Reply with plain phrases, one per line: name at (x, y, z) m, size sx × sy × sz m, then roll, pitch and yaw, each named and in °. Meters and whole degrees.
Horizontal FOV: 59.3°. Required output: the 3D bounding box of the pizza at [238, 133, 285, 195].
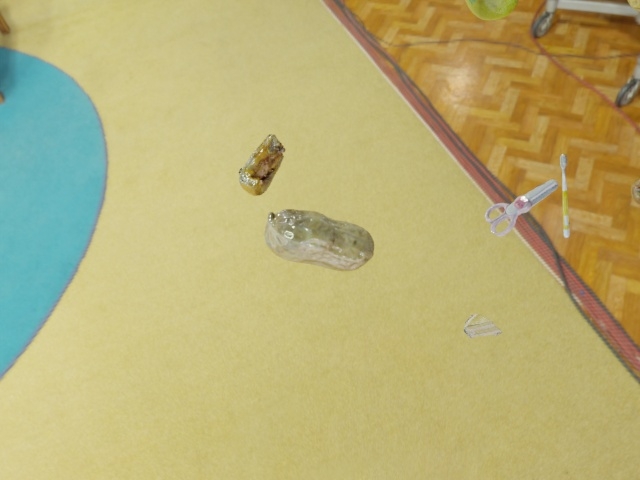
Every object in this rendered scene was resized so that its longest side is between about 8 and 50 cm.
pizza at (-0.122, -0.166, 1.236) m, size 0.056 × 0.271 × 0.134 m, roll 24°, pitch 101°, yaw 1°

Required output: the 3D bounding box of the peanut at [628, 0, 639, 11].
peanut at (0.879, -0.631, 1.430) m, size 0.147 × 0.147 × 0.305 m, roll -17°, pitch 53°, yaw -5°

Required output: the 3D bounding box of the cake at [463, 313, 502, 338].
cake at (0.463, 0.236, 1.577) m, size 0.065 × 0.121 × 0.052 m, roll -41°, pitch 96°, yaw -27°

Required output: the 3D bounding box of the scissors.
scissors at (0.627, -0.110, 1.747) m, size 0.242 × 0.031 × 0.118 m, roll -36°, pitch 41°, yaw 27°

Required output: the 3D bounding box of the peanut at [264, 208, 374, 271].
peanut at (-0.003, 0.001, 1.460) m, size 0.292 × 0.142 × 0.159 m, roll 15°, pitch 9°, yaw -5°

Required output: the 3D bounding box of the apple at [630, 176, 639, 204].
apple at (1.131, -0.168, 1.928) m, size 0.102 × 0.126 × 0.126 m, roll -13°, pitch 51°, yaw -12°

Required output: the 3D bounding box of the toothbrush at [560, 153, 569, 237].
toothbrush at (0.830, -0.148, 1.906) m, size 0.021 × 0.287 × 0.024 m, roll -5°, pitch 12°, yaw 13°

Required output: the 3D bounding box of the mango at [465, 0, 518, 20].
mango at (0.449, -0.697, 1.467) m, size 0.149 × 0.273 × 0.185 m, roll -7°, pitch 69°, yaw 8°
